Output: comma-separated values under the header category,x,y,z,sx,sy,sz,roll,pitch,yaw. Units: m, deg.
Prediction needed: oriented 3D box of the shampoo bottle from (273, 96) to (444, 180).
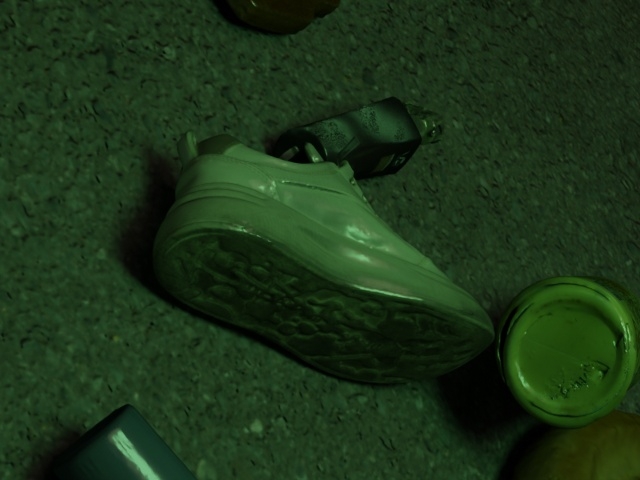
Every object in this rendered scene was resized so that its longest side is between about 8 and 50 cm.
category,x,y,z,sx,sy,sz,roll,pitch,yaw
shampoo bottle,0.040,-0.088,1.551,0.207,0.057,0.063,-18,72,-53

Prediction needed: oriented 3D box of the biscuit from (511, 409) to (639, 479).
category,x,y,z,sx,sy,sz,roll,pitch,yaw
biscuit,0.278,0.283,1.538,0.296,0.102,0.296,29,46,-36

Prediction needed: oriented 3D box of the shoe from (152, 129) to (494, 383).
category,x,y,z,sx,sy,sz,roll,pitch,yaw
shoe,0.000,0.000,1.404,0.316,0.124,0.159,24,42,-37

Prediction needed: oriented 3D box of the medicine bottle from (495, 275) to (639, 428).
category,x,y,z,sx,sy,sz,roll,pitch,yaw
medicine bottle,0.224,0.089,1.534,0.124,0.124,0.239,64,12,7

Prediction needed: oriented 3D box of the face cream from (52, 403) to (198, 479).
category,x,y,z,sx,sy,sz,roll,pitch,yaw
face cream,-0.033,0.276,1.197,0.385,0.135,0.086,51,0,-7

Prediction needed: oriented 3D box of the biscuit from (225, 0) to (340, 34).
category,x,y,z,sx,sy,sz,roll,pitch,yaw
biscuit,-0.047,-0.274,1.595,0.182,0.034,0.215,59,36,-2
